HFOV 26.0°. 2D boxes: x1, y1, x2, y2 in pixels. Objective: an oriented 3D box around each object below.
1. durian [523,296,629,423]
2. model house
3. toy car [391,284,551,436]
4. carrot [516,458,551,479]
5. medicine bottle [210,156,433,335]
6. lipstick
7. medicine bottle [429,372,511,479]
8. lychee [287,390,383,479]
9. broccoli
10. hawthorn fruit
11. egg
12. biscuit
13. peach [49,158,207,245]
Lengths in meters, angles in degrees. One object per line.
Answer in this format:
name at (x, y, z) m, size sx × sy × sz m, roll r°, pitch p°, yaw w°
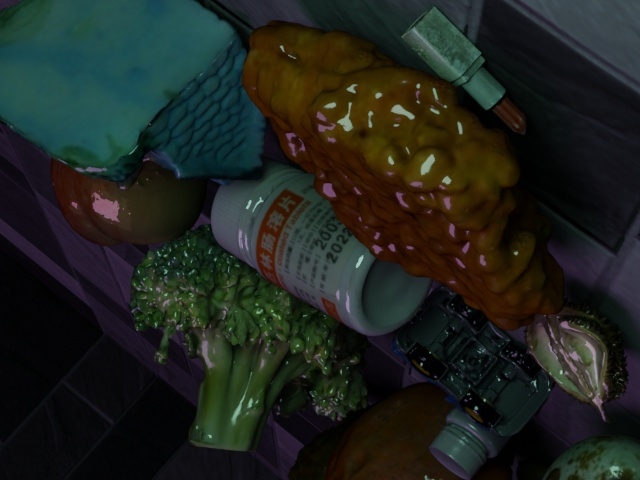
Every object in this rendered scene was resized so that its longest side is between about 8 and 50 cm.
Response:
durian at (0.268, 0.111, 1.372) m, size 0.140 × 0.071 × 0.110 m, roll 60°, pitch 155°, yaw -7°
model house at (-0.211, -0.149, 1.531) m, size 0.261 × 0.226 × 0.241 m, roll 35°, pitch 170°, yaw 28°
toy car at (0.171, 0.143, 1.633) m, size 0.191 × 0.097 × 0.100 m, roll 41°, pitch 168°, yaw 2°
carrot at (0.363, 0.353, 1.808) m, size 0.070 × 0.070 × 0.342 m, roll 50°, pitch 163°, yaw -29°
medicine bottle at (0.000, 0.000, 1.577) m, size 0.252 × 0.144 × 0.144 m, roll 31°, pitch 161°, yaw 41°
lipstick at (0.124, -0.134, 1.135) m, size 0.129 × 0.030 × 0.030 m, roll 44°, pitch 163°, yaw -9°
medicine bottle at (0.200, 0.229, 1.729) m, size 0.080 × 0.130 × 0.080 m, roll 38°, pitch 163°, yaw 14°
lychee at (0.085, 0.387, 2.184) m, size 0.270 × 0.319 × 0.270 m, roll 9°, pitch 166°, yaw 2°
broccoli at (-0.077, 0.117, 1.829) m, size 0.277 × 0.338 × 0.317 m, roll 7°, pitch 110°, yaw 15°
hawthorn fruit at (0.121, 0.338, 1.880) m, size 0.298 × 0.276 × 0.277 m, roll -8°, pitch 147°, yaw 10°
egg at (0.329, 0.306, 1.572) m, size 0.169 × 0.169 × 0.231 m, roll 33°, pitch 150°, yaw 26°
biscuit at (0.083, -0.057, 1.257) m, size 0.318 × 0.110 × 0.312 m, roll 32°, pitch 166°, yaw 41°
peach at (-0.255, -0.105, 1.839) m, size 0.232 × 0.232 × 0.232 m, roll 38°, pitch 163°, yaw 13°
